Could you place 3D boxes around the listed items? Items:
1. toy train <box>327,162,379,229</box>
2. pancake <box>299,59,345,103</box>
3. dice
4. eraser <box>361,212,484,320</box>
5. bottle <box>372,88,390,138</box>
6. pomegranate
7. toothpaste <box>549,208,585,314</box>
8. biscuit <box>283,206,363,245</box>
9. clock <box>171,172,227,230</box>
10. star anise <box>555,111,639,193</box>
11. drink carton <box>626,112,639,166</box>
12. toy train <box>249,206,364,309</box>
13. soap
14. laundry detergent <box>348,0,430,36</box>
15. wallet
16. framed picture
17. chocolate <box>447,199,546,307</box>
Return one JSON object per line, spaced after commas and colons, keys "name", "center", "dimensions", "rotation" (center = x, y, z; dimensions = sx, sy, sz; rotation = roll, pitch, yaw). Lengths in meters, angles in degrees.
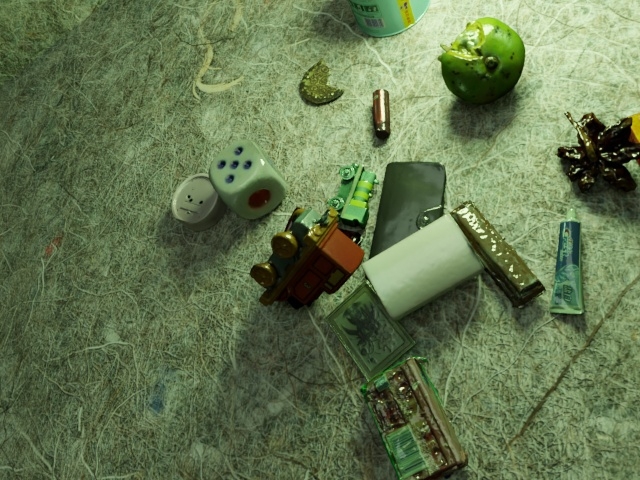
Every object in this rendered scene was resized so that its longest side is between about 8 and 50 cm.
{"name": "toy train", "center": [0.103, -0.139, 1.478], "dimensions": [0.132, 0.083, 0.200], "rotation": [16, 76, 17]}
{"name": "pancake", "center": [0.010, -0.569, 1.733], "dimensions": [0.184, 0.020, 0.191], "rotation": [2, 71, 25]}
{"name": "dice", "center": [-0.235, -0.197, 1.583], "dimensions": [0.194, 0.193, 0.192], "rotation": [-39, 58, 6]}
{"name": "eraser", "center": [0.264, 0.071, 1.264], "dimensions": [0.270, 0.095, 0.174], "rotation": [-31, 69, 6]}
{"name": "bottle", "center": [0.198, -0.404, 1.558], "dimensions": [0.060, 0.060, 0.165], "rotation": [-8, 66, 21]}
{"name": "pomegranate", "center": [0.455, -0.525, 1.423], "dimensions": [0.235, 0.236, 0.302], "rotation": [-36, 26, 6]}
{"name": "toothpaste", "center": [0.610, 0.050, 1.189], "dimensions": [0.069, 0.047, 0.269], "rotation": [7, 75, 13]}
{"name": "biscuit", "center": [-0.004, 0.005, 1.468], "dimensions": [0.235, 0.063, 0.152], "rotation": [23, 80, 23]}
{"name": "clock", "center": [-0.428, -0.136, 1.716], "dimensions": [0.196, 0.068, 0.197], "rotation": [-9, 65, 21]}
{"name": "star anise", "center": [0.690, -0.211, 1.207], "dimensions": [0.125, 0.190, 0.220], "rotation": [-23, 31, -33]}
{"name": "drink carton", "center": [0.835, -0.211, 1.181], "dimensions": [0.096, 0.071, 0.223], "rotation": [-17, 63, 15]}
{"name": "toy train", "center": [-0.034, 0.058, 1.332], "dimensions": [0.231, 0.163, 0.369], "rotation": [39, 131, 1]}
{"name": "soap", "center": [0.217, 0.441, 1.165], "dimensions": [0.217, 0.098, 0.274], "rotation": [-30, 59, 10]}
{"name": "laundry detergent", "center": [0.204, -0.902, 1.620], "dimensions": [0.286, 0.305, 0.288], "rotation": [-9, 65, 20]}
{"name": "wallet", "center": [0.249, -0.049, 1.386], "dimensions": [0.196, 0.051, 0.378], "rotation": [6, 74, 25]}
{"name": "framed picture", "center": [0.131, 0.246, 1.327], "dimensions": [0.173, 0.010, 0.231], "rotation": [-45, 58, 10]}
{"name": "chocolate", "center": [0.444, 0.023, 1.261], "dimensions": [0.102, 0.065, 0.329], "rotation": [-35, 57, 8]}
